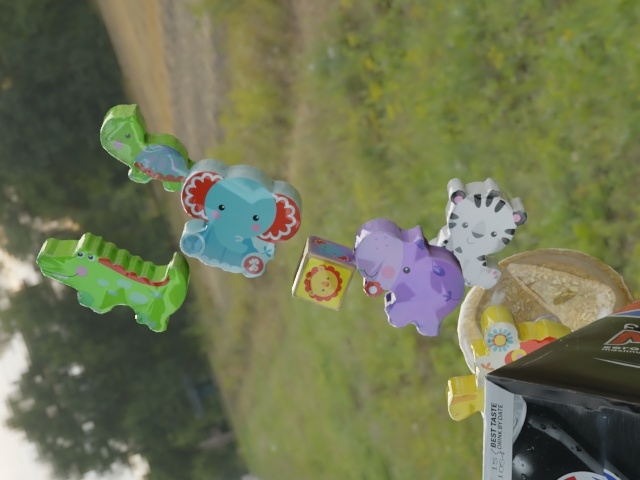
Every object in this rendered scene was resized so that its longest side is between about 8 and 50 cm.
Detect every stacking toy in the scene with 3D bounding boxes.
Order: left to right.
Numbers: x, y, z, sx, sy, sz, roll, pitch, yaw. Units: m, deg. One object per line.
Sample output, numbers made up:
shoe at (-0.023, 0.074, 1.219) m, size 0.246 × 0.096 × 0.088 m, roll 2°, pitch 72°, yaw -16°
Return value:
stacking toy at (0.000, 0.000, 0.653) m, size 0.167 × 0.221 × 0.052 m, roll -92°, pitch 21°, yaw -68°

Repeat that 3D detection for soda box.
soda box at (0.103, 0.044, 0.375) m, size 0.169 × 0.053 × 0.060 m, roll -16°, pitch -71°, yaw -54°

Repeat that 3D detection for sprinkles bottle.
sprinkles bottle at (0.184, 0.148, 1.122) m, size 0.355 × 0.121 × 0.121 m, roll 69°, pitch 178°, yaw -53°
